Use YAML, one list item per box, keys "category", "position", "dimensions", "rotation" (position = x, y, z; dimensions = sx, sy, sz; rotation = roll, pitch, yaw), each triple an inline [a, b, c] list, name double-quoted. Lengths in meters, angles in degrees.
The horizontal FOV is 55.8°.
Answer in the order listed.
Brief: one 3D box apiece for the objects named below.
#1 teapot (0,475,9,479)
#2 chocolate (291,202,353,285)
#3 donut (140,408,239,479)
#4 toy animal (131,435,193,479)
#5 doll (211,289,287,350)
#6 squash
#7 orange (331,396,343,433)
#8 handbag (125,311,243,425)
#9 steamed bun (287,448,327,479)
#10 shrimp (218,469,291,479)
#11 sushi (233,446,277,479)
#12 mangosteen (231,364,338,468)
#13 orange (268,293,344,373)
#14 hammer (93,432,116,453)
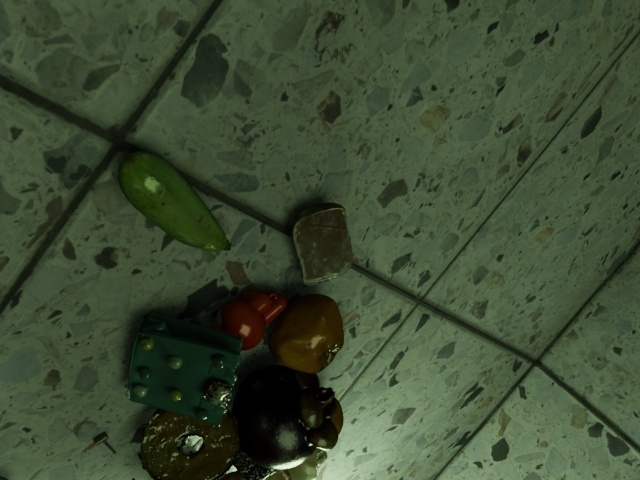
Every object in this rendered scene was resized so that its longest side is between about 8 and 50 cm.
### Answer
- category: "teapot"
  position: [-0.811, 0.645, 1.484]
  dimensions: [0.149, 0.111, 0.108]
  rotation: [-54, 153, 2]
- category: "chocolate"
  position: [-0.002, 0.000, 1.657]
  dimensions: [0.156, 0.080, 0.254]
  rotation: [-19, 133, -8]
- category: "donut"
  position: [-0.371, 0.566, 1.709]
  dimensions: [0.272, 0.272, 0.107]
  rotation: [-25, 176, -22]
- category: "toy animal"
  position: [-0.440, 0.662, 1.785]
  dimensions: [0.185, 0.214, 0.094]
  rotation: [-5, 122, 0]
- category: "doll"
  position: [-0.213, 0.228, 1.629]
  dimensions: [0.290, 0.129, 0.161]
  rotation: [-40, 138, -20]
- category: "squash"
  position: [-0.310, -0.063, 1.324]
  dimensions: [0.118, 0.118, 0.371]
  rotation: [-42, 144, -5]
- category: "orange"
  position: [-0.014, 0.608, 2.063]
  dimensions: [0.206, 0.206, 0.206]
  rotation: [-22, 134, -25]
- category: "handbag"
  position: [-0.345, 0.330, 1.510]
  dimensions: [0.274, 0.100, 0.269]
  rotation: [20, 119, 0]
- category: "steamed bun"
  position: [-0.086, 0.833, 2.199]
  dimensions: [0.200, 0.170, 0.226]
  rotation: [17, 111, -52]
- category: "shrimp"
  position: [-0.241, 0.844, 2.058]
  dimensions: [0.295, 0.058, 0.169]
  rotation: [-14, 100, 4]
- category: "sushi"
  position: [-0.211, 0.698, 1.979]
  dimensions: [0.150, 0.172, 0.153]
  rotation: [-40, 154, -21]
- category: "mangosteen"
  position: [-0.097, 0.516, 1.805]
  dimensions: [0.346, 0.307, 0.307]
  rotation: [-19, 144, 20]
- category: "orange"
  position: [-0.023, 0.269, 1.744]
  dimensions: [0.249, 0.183, 0.249]
  rotation: [-50, 167, -16]
- category: "hammer"
  position: [-0.591, 0.569, 1.677]
  dimensions: [0.035, 0.019, 0.110]
  rotation: [-31, 143, -16]
